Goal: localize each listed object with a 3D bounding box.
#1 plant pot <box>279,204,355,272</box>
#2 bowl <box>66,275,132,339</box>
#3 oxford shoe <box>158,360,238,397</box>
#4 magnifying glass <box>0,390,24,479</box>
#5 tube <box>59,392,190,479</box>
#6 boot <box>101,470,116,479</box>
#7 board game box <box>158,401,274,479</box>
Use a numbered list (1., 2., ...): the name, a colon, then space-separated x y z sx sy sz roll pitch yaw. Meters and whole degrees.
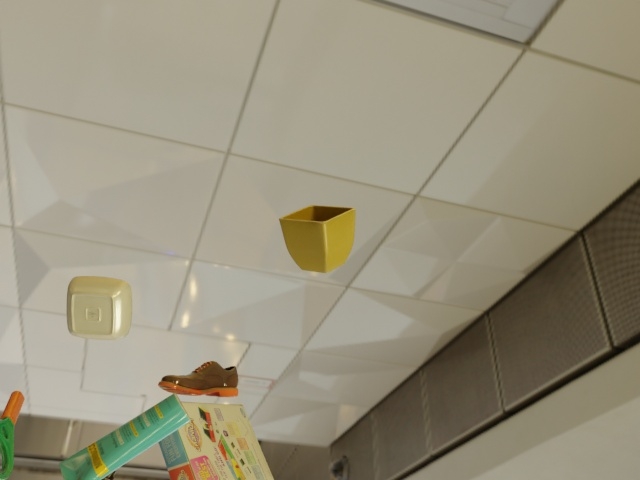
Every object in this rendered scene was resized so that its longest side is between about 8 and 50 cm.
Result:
1. plant pot: 0.000 0.000 0.932 0.081 0.081 0.083 6 -69 36
2. bowl: -0.487 0.153 1.414 0.053 0.142 0.141 -91 -173 -77
3. oxford shoe: -0.338 0.384 1.813 0.097 0.271 0.098 -6 -106 35
4. magnifying glass: -0.554 0.332 1.132 0.231 0.026 0.092 -122 -169 -69
5. tube: -0.308 0.319 1.023 0.080 0.207 0.052 36 -28 55
6. boot: -0.609 0.653 1.767 0.042 0.087 0.118 -4 115 -78
7. board game box: -0.265 0.527 1.630 0.064 0.316 0.242 -38 -120 15
